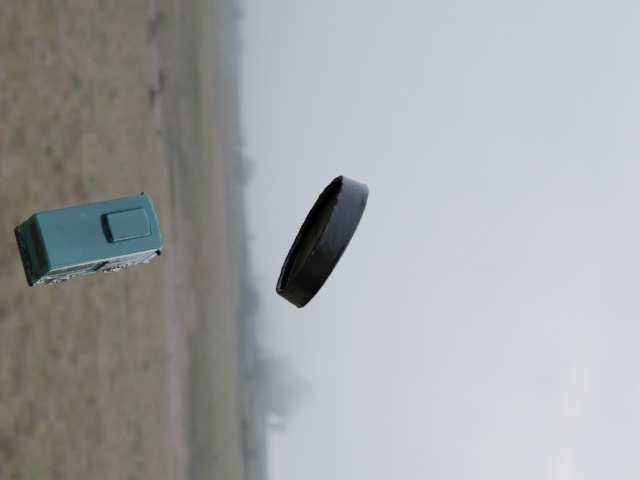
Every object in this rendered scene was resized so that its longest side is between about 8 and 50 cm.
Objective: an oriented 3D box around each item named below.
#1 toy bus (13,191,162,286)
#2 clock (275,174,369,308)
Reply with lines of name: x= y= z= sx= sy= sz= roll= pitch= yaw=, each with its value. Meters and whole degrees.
toy bus: x=-0.266 y=-0.003 z=1.890 sx=0.092 sy=0.160 sz=0.079 roll=-30 pitch=-106 yaw=57
clock: x=0.000 y=0.000 z=2.079 sx=0.184 sy=0.040 sz=0.184 roll=-58 pitch=-170 yaw=16
